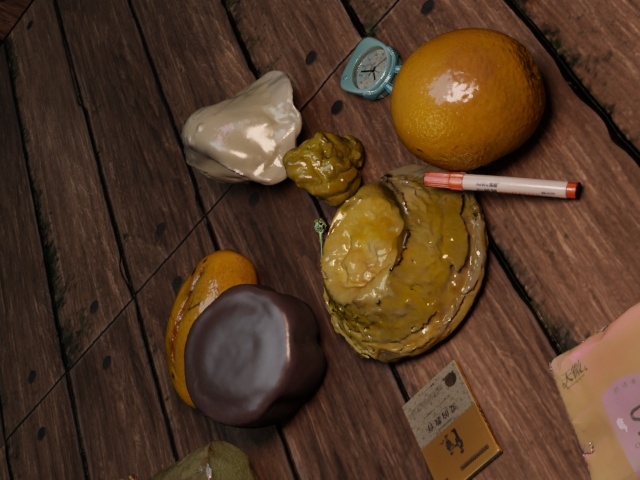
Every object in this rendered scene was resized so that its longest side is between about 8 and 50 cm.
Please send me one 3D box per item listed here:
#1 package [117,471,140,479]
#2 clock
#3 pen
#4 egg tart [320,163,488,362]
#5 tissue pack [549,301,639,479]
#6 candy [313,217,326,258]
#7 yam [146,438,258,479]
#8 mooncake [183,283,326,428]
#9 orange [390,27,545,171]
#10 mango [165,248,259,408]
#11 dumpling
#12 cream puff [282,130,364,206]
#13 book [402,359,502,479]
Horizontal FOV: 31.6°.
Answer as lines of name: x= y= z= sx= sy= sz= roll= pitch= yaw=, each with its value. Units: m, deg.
package: x=-0.266 y=0.523 z=1.800 sx=0.165 sy=0.311 sz=0.221 roll=-42 pitch=17 yaw=-11
clock: x=0.103 y=-0.299 z=2.021 sx=0.147 sy=0.045 sz=0.108 roll=32 pitch=96 yaw=50
pen: x=0.266 y=-0.083 z=1.673 sx=0.239 sy=0.028 sz=0.028 roll=6 pitch=74 yaw=27
egg tart: x=0.104 y=0.020 z=1.789 sx=0.345 sy=0.132 sz=0.345 roll=-26 pitch=53 yaw=41
tissue pack: x=0.421 y=0.179 z=1.353 sx=0.257 sy=0.123 sz=0.215 roll=-44 pitch=45 yaw=34
candy: x=0.000 y=0.000 z=1.999 sx=0.025 sy=0.023 sz=0.083 roll=97 pitch=173 yaw=-69
yam: x=-0.217 y=0.448 z=1.899 sx=0.268 sy=0.161 sz=0.161 roll=-35 pitch=47 yaw=31
mooncake: x=-0.110 y=0.194 z=1.899 sx=0.245 sy=0.133 sz=0.245 roll=-5 pitch=81 yaw=35
orange: x=0.219 y=-0.211 z=1.707 sx=0.236 sy=0.236 sz=0.236 roll=-25 pitch=53 yaw=39
mango: x=-0.211 y=0.156 z=2.074 sx=0.177 sy=0.120 sz=0.295 roll=20 pitch=86 yaw=52
dumpling: x=-0.151 y=-0.225 z=2.154 sx=0.318 sy=0.187 sz=0.243 roll=34 pitch=100 yaw=54
cream puff: x=0.016 y=-0.134 z=1.962 sx=0.116 sy=0.146 sz=0.146 roll=-52 pitch=41 yaw=13
book: x=0.189 y=0.274 z=1.650 sx=0.118 sy=0.012 sz=0.172 roll=-47 pitch=42 yaw=22
